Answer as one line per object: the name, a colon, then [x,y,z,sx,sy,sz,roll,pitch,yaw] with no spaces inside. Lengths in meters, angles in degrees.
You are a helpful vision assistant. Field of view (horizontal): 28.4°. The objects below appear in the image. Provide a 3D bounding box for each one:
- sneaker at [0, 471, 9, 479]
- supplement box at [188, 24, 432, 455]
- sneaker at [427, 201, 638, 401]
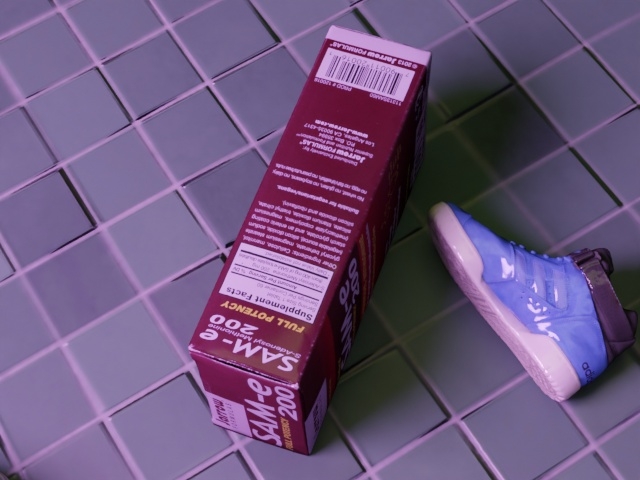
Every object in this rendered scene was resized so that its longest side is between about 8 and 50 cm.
sneaker: [-0.296,0.144,0.760,0.212,0.094,0.080,-2,62,1]
supplement box: [0.000,0.000,0.802,0.073,0.130,0.239,18,65,11]
sneaker: [0.141,0.021,0.823,0.084,0.058,0.152,-34,70,-8]
